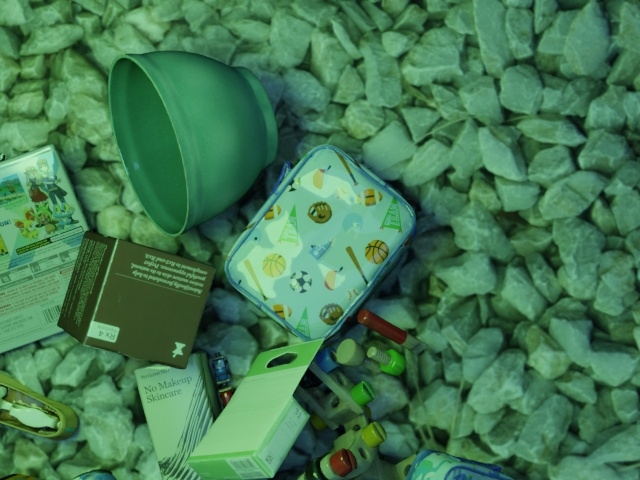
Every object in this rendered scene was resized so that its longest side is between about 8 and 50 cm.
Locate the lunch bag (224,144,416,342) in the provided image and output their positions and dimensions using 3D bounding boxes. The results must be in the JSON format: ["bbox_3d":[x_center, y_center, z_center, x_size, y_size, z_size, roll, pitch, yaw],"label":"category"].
[{"bbox_3d":[0.000,0.000,1.641,0.243,0.115,0.303,38,88,9],"label":"lunch bag"}]

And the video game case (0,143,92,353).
[{"bbox_3d":[-0.535,0.033,1.653,0.329,0.036,0.299,-19,104,1],"label":"video game case"}]

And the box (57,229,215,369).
[{"bbox_3d":[-0.294,0.090,1.574,0.169,0.203,0.167,19,85,-27],"label":"box"}]

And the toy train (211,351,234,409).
[{"bbox_3d":[-0.154,0.263,1.660,0.027,0.036,0.158,-15,84,1],"label":"toy train"}]

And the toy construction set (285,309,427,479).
[{"bbox_3d":[0.075,0.286,1.579,0.237,0.257,0.308,30,98,-33],"label":"toy construction set"}]

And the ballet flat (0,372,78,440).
[{"bbox_3d":[-0.515,0.269,1.657,0.232,0.073,0.080,16,85,4],"label":"ballet flat"}]

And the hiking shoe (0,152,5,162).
[{"bbox_3d":[-0.640,-0.086,1.700,0.227,0.086,0.114,-8,69,-2],"label":"hiking shoe"}]

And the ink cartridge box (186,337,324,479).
[{"bbox_3d":[-0.085,0.263,1.546,0.056,0.171,0.235,52,49,-18],"label":"ink cartridge box"}]

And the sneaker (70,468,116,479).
[{"bbox_3d":[-0.356,0.527,1.568,0.147,0.130,0.329,-1,78,40],"label":"sneaker"}]

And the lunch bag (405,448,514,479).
[{"bbox_3d":[0.209,0.421,1.551,0.090,0.219,0.176,16,83,46],"label":"lunch bag"}]

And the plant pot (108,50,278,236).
[{"bbox_3d":[-0.191,-0.173,1.600,0.196,0.293,0.293,-20,84,-27],"label":"plant pot"}]

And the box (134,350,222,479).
[{"bbox_3d":[-0.209,0.326,1.628,0.113,0.094,0.275,-18,85,4],"label":"box"}]

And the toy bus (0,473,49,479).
[{"bbox_3d":[-0.521,0.552,1.616,0.130,0.108,0.332,12,85,2],"label":"toy bus"}]
